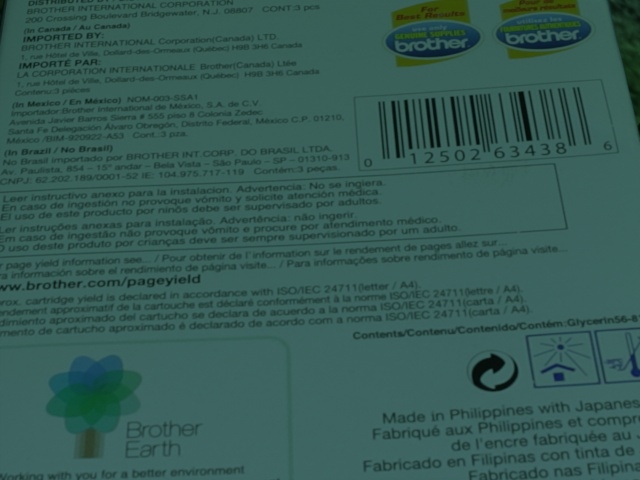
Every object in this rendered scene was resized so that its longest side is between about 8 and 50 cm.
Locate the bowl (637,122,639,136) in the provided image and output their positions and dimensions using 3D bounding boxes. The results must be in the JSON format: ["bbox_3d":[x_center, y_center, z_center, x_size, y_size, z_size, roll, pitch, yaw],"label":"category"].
[{"bbox_3d":[0.238,0.068,0.739,0.290,0.156,0.289,18,50,-22],"label":"bowl"}]

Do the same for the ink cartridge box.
[{"bbox_3d":[0.000,0.000,0.594,0.270,0.151,0.395,-3,52,1],"label":"ink cartridge box"}]
